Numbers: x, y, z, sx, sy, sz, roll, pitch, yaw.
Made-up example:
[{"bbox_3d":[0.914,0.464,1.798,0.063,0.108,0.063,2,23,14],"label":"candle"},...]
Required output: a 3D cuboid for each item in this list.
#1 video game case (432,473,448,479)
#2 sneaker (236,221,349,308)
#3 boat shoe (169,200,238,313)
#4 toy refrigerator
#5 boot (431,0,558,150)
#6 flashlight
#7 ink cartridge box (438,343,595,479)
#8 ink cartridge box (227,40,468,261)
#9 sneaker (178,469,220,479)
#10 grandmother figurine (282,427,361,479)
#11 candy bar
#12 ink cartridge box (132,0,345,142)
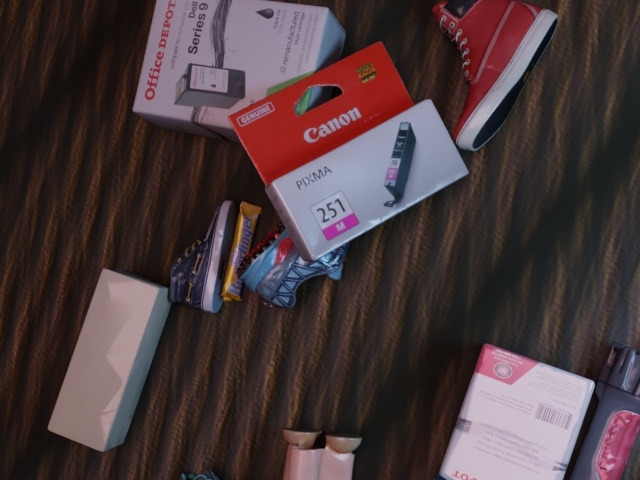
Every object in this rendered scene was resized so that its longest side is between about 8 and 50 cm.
[{"bbox_3d":[0.182,0.481,1.149,0.196,0.026,0.274,32,114,16],"label":"video game case"},{"bbox_3d":[0.000,0.000,1.284,0.262,0.104,0.125,-42,102,1],"label":"sneaker"},{"bbox_3d":[-0.189,0.020,1.333,0.083,0.065,0.183,11,87,15],"label":"boat shoe"},{"bbox_3d":[-0.332,0.188,1.340,0.102,0.094,0.269,18,89,10],"label":"toy refrigerator"},{"bbox_3d":[0.220,-0.265,1.249,0.176,0.088,0.244,29,83,17],"label":"boot"},{"bbox_3d":[0.400,0.300,1.124,0.103,0.103,0.304,23,89,-10],"label":"flashlight"},{"bbox_3d":[0.271,0.272,1.164,0.159,0.092,0.217,19,87,17],"label":"ink cartridge box"},{"bbox_3d":[0.042,-0.137,1.201,0.275,0.060,0.238,-29,94,-15],"label":"ink cartridge box"},{"bbox_3d":[-0.169,0.388,1.267,0.167,0.065,0.076,-9,68,38],"label":"sneaker"},{"bbox_3d":[-0.024,0.454,1.221,0.208,0.104,0.342,1,81,28],"label":"grandmother figurine"},{"bbox_3d":[-0.127,0.020,1.333,0.018,0.040,0.161,7,83,54],"label":"candy bar"},{"bbox_3d":[-0.129,-0.267,1.322,0.289,0.121,0.211,11,87,16],"label":"ink cartridge box"}]
